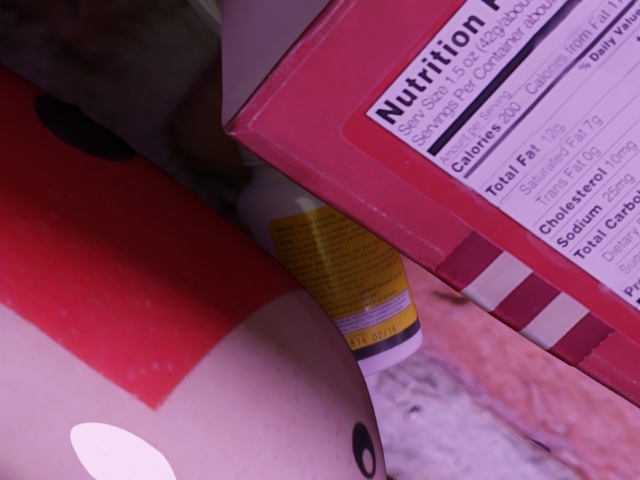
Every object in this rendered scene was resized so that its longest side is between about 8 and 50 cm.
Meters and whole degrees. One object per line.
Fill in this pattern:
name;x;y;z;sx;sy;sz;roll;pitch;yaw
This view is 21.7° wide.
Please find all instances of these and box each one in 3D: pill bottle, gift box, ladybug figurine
pill bottle;0.000;0.000;0.735;0.065;0.065;0.116;-14;101;12
gift box;0.122;-0.095;0.562;0.276;0.258;0.255;37;112;-24
ladybug figurine;-0.157;0.024;0.671;0.449;0.305;0.162;32;71;6

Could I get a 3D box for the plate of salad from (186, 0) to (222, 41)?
plate of salad;0.020;-0.156;0.705;0.200;0.048;0.200;2;103;8
